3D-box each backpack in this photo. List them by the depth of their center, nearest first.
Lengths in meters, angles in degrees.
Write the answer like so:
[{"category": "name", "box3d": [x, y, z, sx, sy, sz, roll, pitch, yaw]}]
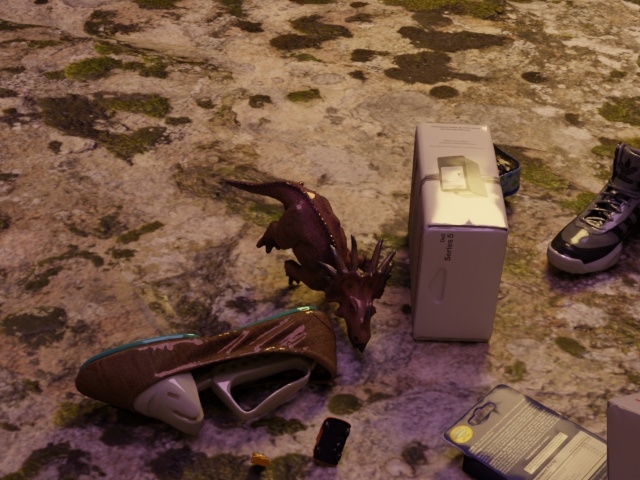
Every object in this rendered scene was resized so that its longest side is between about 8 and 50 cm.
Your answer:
[{"category": "backpack", "box3d": [0.269, -0.106, 1.753, 0.105, 0.084, 0.114, -21, 36, -25]}]

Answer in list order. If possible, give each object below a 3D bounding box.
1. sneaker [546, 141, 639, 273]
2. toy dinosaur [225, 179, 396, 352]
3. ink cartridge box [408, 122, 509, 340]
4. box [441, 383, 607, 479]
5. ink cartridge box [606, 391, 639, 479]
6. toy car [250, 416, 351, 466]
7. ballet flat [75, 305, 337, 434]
[{"category": "sneaker", "box3d": [0.446, -0.060, 1.631, 0.268, 0.153, 0.101, -27, 43, -32]}, {"category": "toy dinosaur", "box3d": [0.000, 0.000, 1.495, 0.127, 0.296, 0.200, -39, 5, -10]}, {"category": "ink cartridge box", "box3d": [0.189, -0.016, 1.531, 0.114, 0.198, 0.273, 2, 36, 1]}, {"category": "box", "box3d": [0.270, 0.265, 1.279, 0.225, 0.037, 0.136, 29, 45, 32]}, {"category": "ink cartridge box", "box3d": [0.483, 0.230, 1.171, 0.278, 0.117, 0.201, -7, 11, -26]}, {"category": "toy car", "box3d": [-0.026, 0.241, 1.300, 0.122, 0.060, 0.040, 2, 3, -9]}, {"category": "ballet flat", "box3d": [-0.131, 0.177, 1.362, 0.342, 0.116, 0.124, -10, 56, -20]}]
